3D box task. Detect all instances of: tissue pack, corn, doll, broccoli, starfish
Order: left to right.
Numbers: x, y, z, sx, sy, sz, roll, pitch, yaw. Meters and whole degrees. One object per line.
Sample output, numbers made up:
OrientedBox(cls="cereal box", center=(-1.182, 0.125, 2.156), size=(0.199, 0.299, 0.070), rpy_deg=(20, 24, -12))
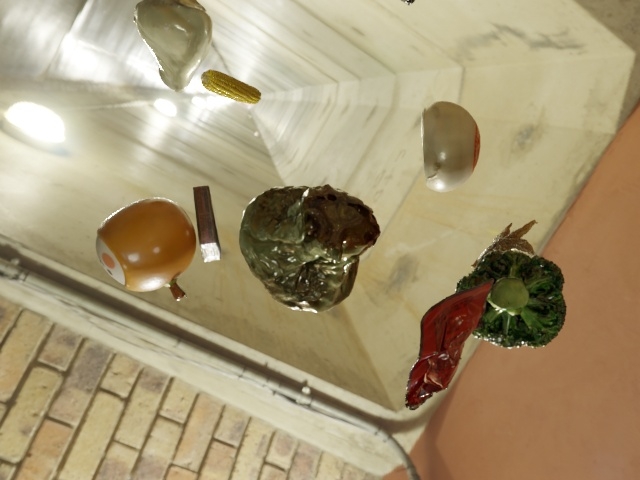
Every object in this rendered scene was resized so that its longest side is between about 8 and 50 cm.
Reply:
OrientedBox(cls="doll", center=(-0.340, 0.030, 1.207), size=(0.213, 0.236, 0.213), rpy_deg=(-32, -170, 7))
OrientedBox(cls="tissue pack", center=(-0.273, -0.039, 1.400), size=(0.112, 0.051, 0.156), rpy_deg=(98, -19, -66))
OrientedBox(cls="corn", center=(-0.267, -0.455, 1.733), size=(0.067, 0.206, 0.067), rpy_deg=(-9, -103, 44))
OrientedBox(cls="starfish", center=(0.705, 0.010, 2.187), size=(0.299, 0.060, 0.302), rpy_deg=(-22, -157, 52))
OrientedBox(cls="broccoli", center=(0.519, 0.157, 1.558), size=(0.297, 0.297, 0.297), rpy_deg=(-62, 166, 0))

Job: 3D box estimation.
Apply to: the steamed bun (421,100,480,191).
OrientedBox(cls="steamed bun", center=(0.336, -0.242, 1.492), size=(0.232, 0.145, 0.232), rpy_deg=(-3, 90, -78))

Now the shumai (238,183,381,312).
OrientedBox(cls="shumai", center=(0.000, 0.000, 1.587), size=(0.323, 0.397, 0.324), rpy_deg=(-24, -153, 56))

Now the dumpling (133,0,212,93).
OrientedBox(cls="dumpling", center=(-0.373, -0.494, 1.459), size=(0.318, 0.187, 0.243), rpy_deg=(42, -55, 55))

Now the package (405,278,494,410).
OrientedBox(cls="package", center=(0.229, 0.201, 1.066), size=(0.194, 0.071, 0.269), rpy_deg=(-29, 144, -40))

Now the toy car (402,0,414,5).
OrientedBox(cls="toy car", center=(0.239, -0.681, 1.522), size=(0.063, 0.103, 0.216), rpy_deg=(-68, -160, -1))
